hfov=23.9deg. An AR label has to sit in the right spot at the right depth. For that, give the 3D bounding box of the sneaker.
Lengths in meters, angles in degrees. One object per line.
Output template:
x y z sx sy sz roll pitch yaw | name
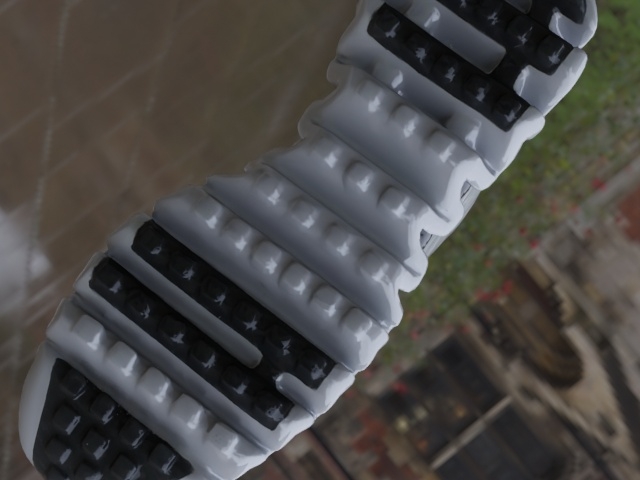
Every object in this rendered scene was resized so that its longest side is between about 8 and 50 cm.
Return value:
0.000 0.000 0.626 0.292 0.110 0.118 -45 171 -9 | sneaker
